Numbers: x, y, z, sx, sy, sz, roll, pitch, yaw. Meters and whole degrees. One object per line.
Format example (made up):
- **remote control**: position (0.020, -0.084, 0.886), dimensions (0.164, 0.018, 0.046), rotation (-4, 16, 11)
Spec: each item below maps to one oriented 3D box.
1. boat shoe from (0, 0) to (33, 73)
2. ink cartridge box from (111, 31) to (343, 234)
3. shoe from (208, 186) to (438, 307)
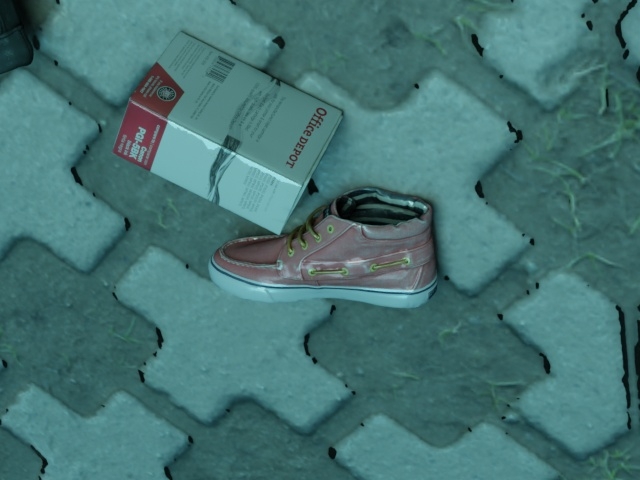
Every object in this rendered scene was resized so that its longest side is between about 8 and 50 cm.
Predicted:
- **boat shoe**: position (-0.338, -0.094, 1.179), dimensions (0.340, 0.127, 0.113), rotation (-33, 98, 27)
- **ink cartridge box**: position (-0.065, -0.077, 1.102), dimensions (0.135, 0.099, 0.056), rotation (27, 131, 1)
- **shoe**: position (0.000, 0.000, 1.166), dimensions (0.178, 0.063, 0.081), rotation (4, 127, 11)
